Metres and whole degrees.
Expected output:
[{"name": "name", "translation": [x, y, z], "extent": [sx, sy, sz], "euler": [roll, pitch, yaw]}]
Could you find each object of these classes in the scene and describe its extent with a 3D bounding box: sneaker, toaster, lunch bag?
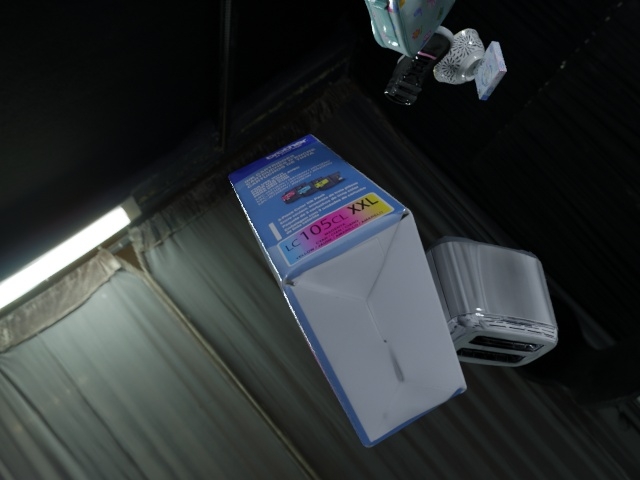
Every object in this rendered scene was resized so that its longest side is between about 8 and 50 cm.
[{"name": "sneaker", "translation": [0.261, -0.454, 1.396], "extent": [0.296, 0.104, 0.147], "euler": [161, 129, -79]}, {"name": "toaster", "translation": [0.244, 0.094, 0.761], "extent": [0.129, 0.227, 0.146], "euler": [124, 152, -49]}, {"name": "lunch bag", "translation": [0.183, -0.527, 1.062], "extent": [0.224, 0.108, 0.279], "euler": [-54, -24, -2]}]

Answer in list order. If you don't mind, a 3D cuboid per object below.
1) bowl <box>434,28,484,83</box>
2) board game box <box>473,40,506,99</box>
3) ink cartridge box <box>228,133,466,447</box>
[{"name": "bowl", "translation": [0.421, -0.517, 1.515], "extent": [0.170, 0.080, 0.170], "euler": [-28, -31, -19]}, {"name": "board game box", "translation": [0.378, -0.379, 1.166], "extent": [0.020, 0.090, 0.090], "euler": [4, -29, -11]}, {"name": "ink cartridge box", "translation": [0.011, 0.029, 0.712], "extent": [0.151, 0.270, 0.395], "euler": [-26, 29, -4]}]
